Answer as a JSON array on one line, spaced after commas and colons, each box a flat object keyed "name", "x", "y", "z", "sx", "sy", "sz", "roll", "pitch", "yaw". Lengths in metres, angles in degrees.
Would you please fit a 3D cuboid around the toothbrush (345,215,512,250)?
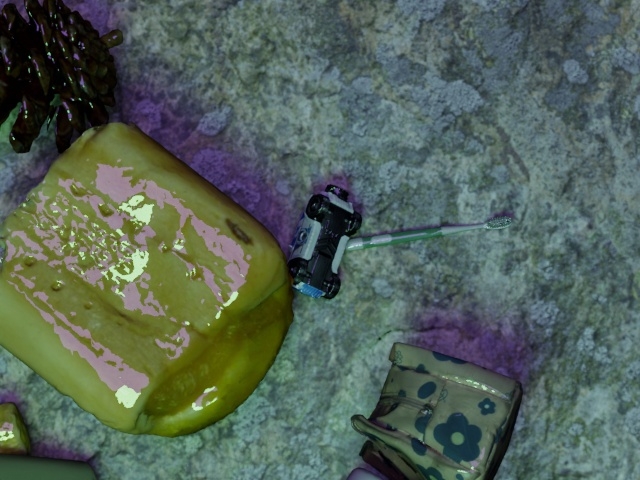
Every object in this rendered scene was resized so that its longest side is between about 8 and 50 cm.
[{"name": "toothbrush", "x": 0.163, "y": -0.011, "z": 1.672, "sx": 0.257, "sy": 0.024, "sz": 0.018, "roll": -8, "pitch": 77, "yaw": 0}]

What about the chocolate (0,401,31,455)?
[{"name": "chocolate", "x": -0.628, "y": 0.332, "z": 1.542, "sx": 0.445, "sy": 0.162, "sz": 0.162, "roll": -14, "pitch": 77, "yaw": -7}]

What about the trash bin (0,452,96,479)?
[{"name": "trash bin", "x": -0.410, "y": 0.389, "z": 1.448, "sx": 0.121, "sy": 0.247, "sz": 0.243, "roll": -45, "pitch": 49, "yaw": 32}]

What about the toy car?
[{"name": "toy car", "x": 0.000, "y": 0.000, "z": 1.636, "sx": 0.080, "sy": 0.070, "sz": 0.170, "roll": 25, "pitch": 76, "yaw": -31}]

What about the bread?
[{"name": "bread", "x": -0.240, "y": 0.079, "z": 1.545, "sx": 0.394, "sy": 0.250, "sz": 0.361, "roll": 37, "pitch": 82, "yaw": 5}]

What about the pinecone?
[{"name": "pinecone", "x": -0.434, "y": -0.237, "z": 1.624, "sx": 0.309, "sy": 0.244, "sz": 0.244, "roll": -15, "pitch": 77, "yaw": 5}]

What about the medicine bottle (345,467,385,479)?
[{"name": "medicine bottle", "x": 0.045, "y": 0.489, "z": 1.457, "sx": 0.212, "sy": 0.212, "sz": 0.325, "roll": 32, "pitch": 79, "yaw": 8}]

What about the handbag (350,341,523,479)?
[{"name": "handbag", "x": 0.157, "y": 0.253, "z": 1.500, "sx": 0.193, "sy": 0.251, "sz": 0.190, "roll": 21, "pitch": 71, "yaw": 15}]
